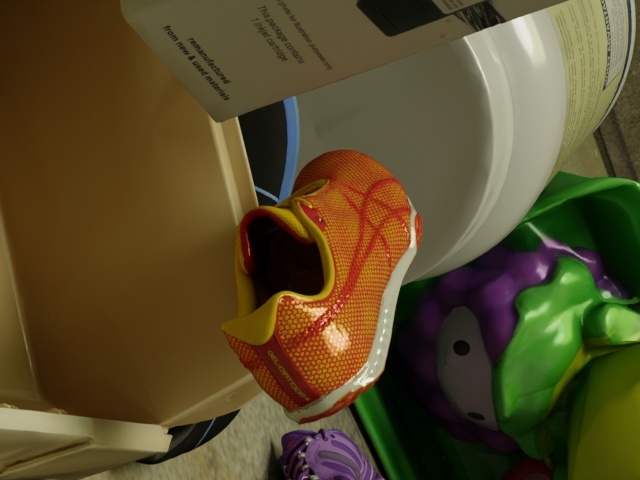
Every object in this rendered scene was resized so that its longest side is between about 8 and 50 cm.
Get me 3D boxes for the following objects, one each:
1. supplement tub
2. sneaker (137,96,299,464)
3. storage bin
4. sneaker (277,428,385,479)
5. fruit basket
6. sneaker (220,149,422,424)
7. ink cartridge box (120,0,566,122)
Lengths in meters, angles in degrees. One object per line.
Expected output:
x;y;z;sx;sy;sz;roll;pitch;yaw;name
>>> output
0.055;-0.111;1.092;0.235;0.235;0.325;69;26;-11;supplement tub
-0.063;-0.008;0.805;0.090;0.081;0.232;-40;133;-60;sneaker
-0.130;-0.051;0.647;0.262;0.123;0.260;24;49;-70;storage bin
-0.005;0.144;1.005;0.071;0.068;0.170;57;6;4;sneaker
0.193;0.151;1.217;0.392;0.283;0.392;-24;90;-88;fruit basket
0.000;0.000;0.701;0.067;0.064;0.175;55;18;-21;sneaker
0.027;-0.157;0.686;0.087;0.208;0.153;49;28;-55;ink cartridge box
